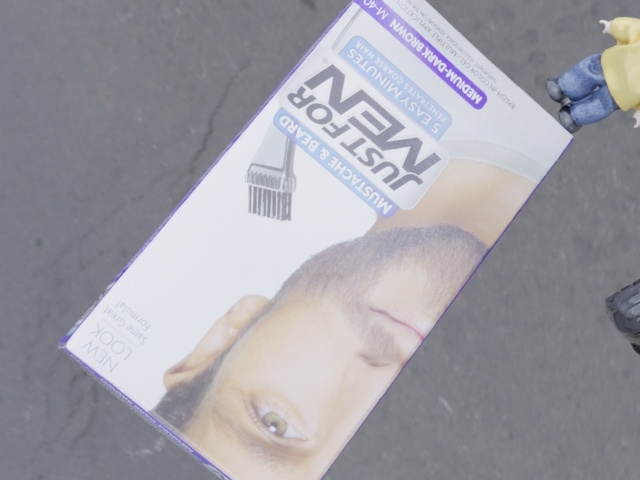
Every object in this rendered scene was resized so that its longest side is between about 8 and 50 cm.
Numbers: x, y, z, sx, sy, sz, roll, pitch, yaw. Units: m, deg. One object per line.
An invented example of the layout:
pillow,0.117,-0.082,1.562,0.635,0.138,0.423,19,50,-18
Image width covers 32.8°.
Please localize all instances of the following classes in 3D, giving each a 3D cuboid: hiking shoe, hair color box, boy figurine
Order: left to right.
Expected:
hair color box,0.000,0.000,0.754,0.185,0.110,0.339,40,77,-8
boy figurine,0.494,-0.273,1.692,0.285,0.092,0.177,-25,87,36
hiking shoe,0.300,0.086,0.863,0.086,0.227,0.114,-34,62,21
